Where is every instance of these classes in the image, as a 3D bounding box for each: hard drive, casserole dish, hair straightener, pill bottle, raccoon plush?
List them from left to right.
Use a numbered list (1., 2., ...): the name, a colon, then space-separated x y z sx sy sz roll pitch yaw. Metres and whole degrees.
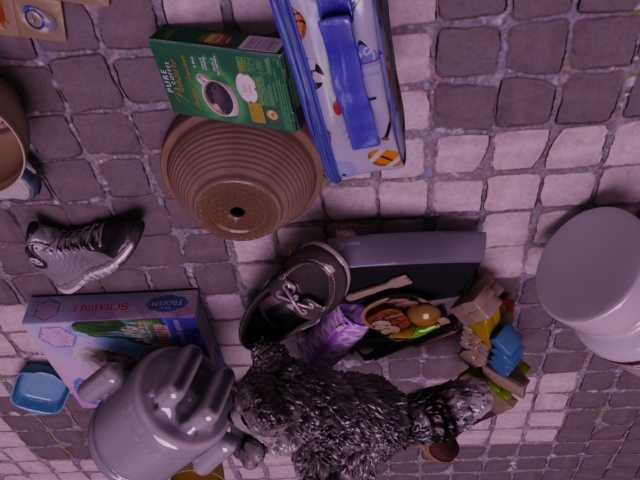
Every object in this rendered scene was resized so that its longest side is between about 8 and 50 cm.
1. casserole dish: -0.604 0.320 1.412 0.114 0.037 0.188 19 135 -19
2. raccoon plush: 0.063 0.251 1.133 0.446 0.216 0.299 -27 136 -7
3. hair straightener: 0.144 0.176 1.249 0.230 0.047 0.089 -24 132 30
4. hard drive: 0.131 0.048 1.059 0.254 0.054 0.172 -2 149 -7
5. pill bottle: 0.544 0.114 1.036 0.392 0.224 0.224 28 131 -26

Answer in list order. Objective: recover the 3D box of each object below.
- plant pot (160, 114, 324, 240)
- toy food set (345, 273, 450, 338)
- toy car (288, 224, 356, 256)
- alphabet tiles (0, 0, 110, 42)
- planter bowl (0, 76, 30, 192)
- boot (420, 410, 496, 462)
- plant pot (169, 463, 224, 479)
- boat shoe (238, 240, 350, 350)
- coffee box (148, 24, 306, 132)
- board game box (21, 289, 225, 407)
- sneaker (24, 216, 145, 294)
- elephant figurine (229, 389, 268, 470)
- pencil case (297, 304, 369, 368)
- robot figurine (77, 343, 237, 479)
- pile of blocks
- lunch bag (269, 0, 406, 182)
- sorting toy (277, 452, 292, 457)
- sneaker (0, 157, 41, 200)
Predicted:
1. plant pot: -0.112 -0.078 0.921 0.237 0.110 0.237 0 137 0
2. toy food set: 0.132 0.129 1.087 0.132 0.039 0.192 -21 142 24
3. toy car: 0.000 0.000 1.053 0.121 0.041 0.060 -8 156 7
4. alphabet tiles: -0.405 -0.355 0.695 0.342 0.011 0.285 6 137 -6
5. planter bowl: -0.450 -0.153 0.840 0.162 0.109 0.162 -1 135 -1
6. boot: 0.316 0.415 1.463 0.206 0.090 0.248 -23 129 26
7. plant pot: -0.301 0.555 1.620 0.134 0.095 0.134 0 137 0
8. boat shoe: -0.051 0.108 1.054 0.112 0.095 0.335 40 149 -2
9. coffee box: -0.111 -0.198 0.793 0.184 0.040 0.113 12 141 22
10. board game box: -0.365 0.223 1.281 0.317 0.066 0.319 -3 137 4
11. sneaker: -0.393 0.004 1.033 0.228 0.086 0.132 -30 127 30
12. elephant figurine: -0.071 0.397 1.415 0.239 0.186 0.169 -7 -179 -30
13. pencil case: 0.028 0.174 1.206 0.086 0.088 0.206 31 134 -1
14. robot figurine: -0.299 0.329 1.198 0.300 0.200 0.353 39 127 -10
15. pile of blocks: 0.334 0.187 1.188 0.149 0.112 0.362 30 153 33
16. lunch bag: 0.016 -0.222 0.662 0.114 0.243 0.303 -10 137 11
17. sorting toy: -0.070 0.535 1.638 0.083 0.045 0.075 5 145 -6
18. sneaker: -0.544 -0.082 0.910 0.282 0.122 0.110 10 136 -10
